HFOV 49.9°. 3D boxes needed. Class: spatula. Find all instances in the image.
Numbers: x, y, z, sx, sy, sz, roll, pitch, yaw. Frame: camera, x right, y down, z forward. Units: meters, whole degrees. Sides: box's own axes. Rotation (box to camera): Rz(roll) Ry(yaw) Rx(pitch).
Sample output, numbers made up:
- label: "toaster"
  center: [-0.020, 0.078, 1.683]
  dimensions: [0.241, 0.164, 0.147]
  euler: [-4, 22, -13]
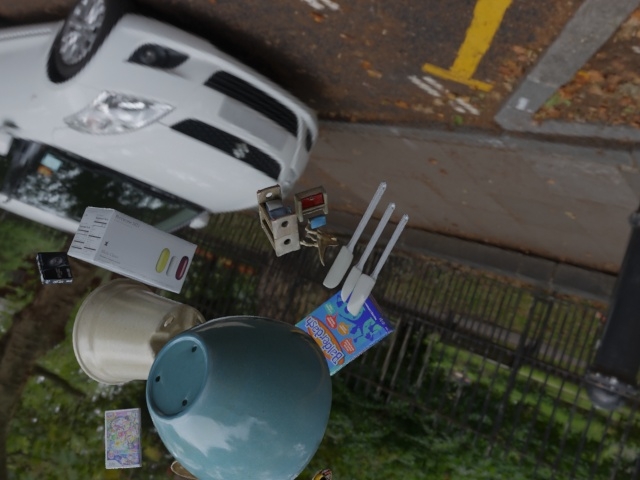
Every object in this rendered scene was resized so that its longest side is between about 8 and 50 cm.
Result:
- label: "spatula"
  center: [0.096, 0.017, 1.369]
  dimensions: [0.019, 0.242, 0.168]
  euler: [16, 160, 39]

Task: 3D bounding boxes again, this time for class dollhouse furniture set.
- label: "dollhouse furniture set"
  center: [-0.055, -0.073, 1.792]
  dimensions: [0.129, 0.183, 0.129]
  euler: [86, 160, -45]

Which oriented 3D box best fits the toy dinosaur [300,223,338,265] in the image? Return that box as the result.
- label: "toy dinosaur"
  center: [0.000, 0.000, 1.743]
  dimensions: [0.092, 0.053, 0.183]
  euler: [20, -160, 6]

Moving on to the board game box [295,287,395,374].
- label: "board game box"
  center: [0.061, 0.223, 1.764]
  dimensions: [0.160, 0.210, 0.047]
  euler: [56, -164, 17]

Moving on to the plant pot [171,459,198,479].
- label: "plant pot"
  center: [-0.245, 0.545, 1.686]
  dimensions: [0.236, 0.033, 0.236]
  euler: [-1, 146, -1]

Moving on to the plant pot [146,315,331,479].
- label: "plant pot"
  center: [-0.155, 0.238, 1.081]
  dimensions: [0.290, 0.290, 0.195]
  euler: [16, 167, 43]

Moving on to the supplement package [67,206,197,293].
- label: "supplement package"
  center: [-0.511, 0.025, 1.878]
  dimensions: [0.261, 0.145, 0.204]
  euler: [26, 168, -37]

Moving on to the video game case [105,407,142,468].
- label: "video game case"
  center: [-0.427, 0.428, 1.491]
  dimensions: [0.087, 0.122, 0.011]
  euler: [-9, 167, 18]

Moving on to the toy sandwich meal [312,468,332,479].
- label: "toy sandwich meal"
  center: [0.007, 0.758, 2.163]
  dimensions: [0.085, 0.086, 0.029]
  euler: [26, -176, -39]

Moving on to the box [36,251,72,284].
- label: "box"
  center: [-0.621, 0.064, 1.607]
  dimensions: [0.067, 0.018, 0.083]
  euler: [0, -131, -36]

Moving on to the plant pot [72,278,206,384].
- label: "plant pot"
  center: [-0.517, 0.290, 2.085]
  dimensions: [0.305, 0.334, 0.333]
  euler: [2, 163, 38]
